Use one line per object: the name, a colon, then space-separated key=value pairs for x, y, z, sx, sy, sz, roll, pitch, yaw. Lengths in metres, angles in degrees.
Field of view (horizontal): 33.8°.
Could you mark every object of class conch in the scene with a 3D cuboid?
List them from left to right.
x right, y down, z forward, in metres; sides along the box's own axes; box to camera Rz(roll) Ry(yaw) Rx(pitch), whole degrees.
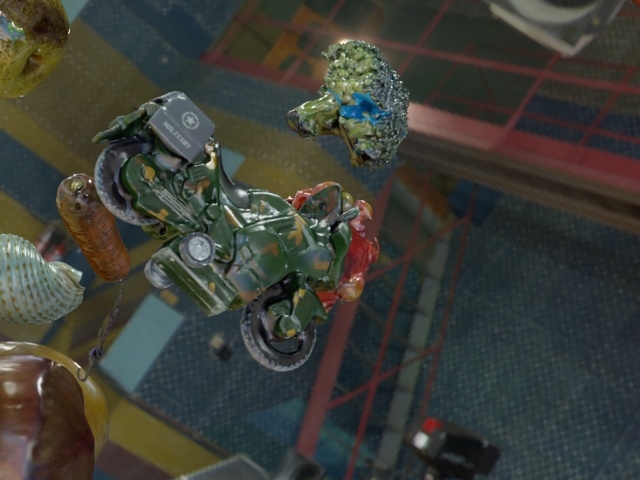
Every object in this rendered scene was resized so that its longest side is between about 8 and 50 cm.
conch: x=-0.399 y=0.062 z=1.390 sx=0.153 sy=0.102 sz=0.135 roll=28 pitch=-34 yaw=12

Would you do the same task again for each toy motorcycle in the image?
toy motorcycle: x=-0.076 y=-0.025 z=0.956 sx=0.274 sy=0.187 sz=0.125 roll=46 pitch=-35 yaw=-15

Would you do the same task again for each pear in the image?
pear: x=-0.485 y=-0.319 z=1.580 sx=0.197 sy=0.197 sz=0.197 roll=34 pitch=-7 yaw=5

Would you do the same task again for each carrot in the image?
carrot: x=-0.276 y=-0.011 z=1.287 sx=0.060 sy=0.060 sz=0.186 roll=31 pitch=-28 yaw=27

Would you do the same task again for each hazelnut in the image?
hazelnut: x=-0.314 y=0.218 z=1.058 sx=0.178 sy=0.204 sz=0.178 roll=-5 pitch=-3 yaw=0

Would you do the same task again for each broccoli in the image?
broccoli: x=0.036 y=-0.167 z=1.337 sx=0.154 sy=0.160 sz=0.167 roll=-94 pitch=166 yaw=-79

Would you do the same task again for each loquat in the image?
loquat: x=-0.405 y=0.237 z=1.482 sx=0.227 sy=0.179 sz=0.179 roll=38 pitch=-8 yaw=-6

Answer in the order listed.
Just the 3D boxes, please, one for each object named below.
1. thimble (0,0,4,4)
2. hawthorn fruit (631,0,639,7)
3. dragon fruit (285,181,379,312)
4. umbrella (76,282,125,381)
thimble: x=-0.301 y=-0.218 z=0.831 sx=0.090 sy=0.115 sz=0.102 roll=52 pitch=30 yaw=-7
hawthorn fruit: x=0.399 y=-0.305 z=1.180 sx=0.128 sy=0.128 sz=0.128 roll=34 pitch=-7 yaw=5
dragon fruit: x=0.000 y=0.000 z=1.191 sx=0.207 sy=0.133 sz=0.150 roll=115 pitch=-38 yaw=-59
umbrella: x=-0.259 y=0.114 z=1.263 sx=0.022 sy=0.148 sz=0.022 roll=43 pitch=26 yaw=25
